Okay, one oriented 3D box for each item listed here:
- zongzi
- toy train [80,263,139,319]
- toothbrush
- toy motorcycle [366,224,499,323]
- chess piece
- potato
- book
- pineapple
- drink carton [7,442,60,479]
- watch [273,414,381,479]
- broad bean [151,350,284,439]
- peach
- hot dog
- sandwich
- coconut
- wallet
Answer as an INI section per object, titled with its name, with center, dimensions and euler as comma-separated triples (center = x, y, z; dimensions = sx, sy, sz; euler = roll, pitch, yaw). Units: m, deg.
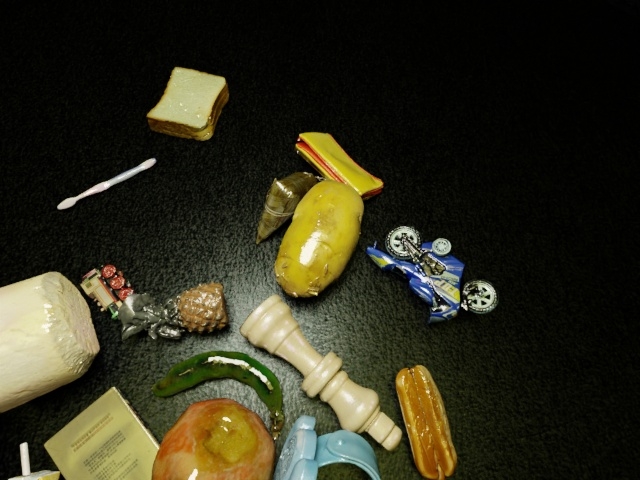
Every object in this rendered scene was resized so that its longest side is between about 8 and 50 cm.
[zongzi]
center = -0.087, -0.089, 1.054
dimensions = 0.084, 0.184, 0.187
euler = 36, 31, 12
[toy train]
center = -0.482, 0.120, 0.928
dimensions = 0.087, 0.050, 0.138
euler = -41, 75, -15
[toothbrush]
center = -0.558, -0.151, 1.061
dimensions = 0.269, 0.027, 0.021
euler = -33, 106, -17
[toy motorcycle]
center = 0.257, 0.088, 0.965
dimensions = 0.315, 0.113, 0.169
euler = 39, 77, 23
[chess piece]
center = 0.005, 0.288, 0.851
dimensions = 0.397, 0.117, 0.117
euler = 42, 69, 13
[potato]
center = 0.000, 0.000, 0.961
dimensions = 0.172, 0.140, 0.300
euler = 26, 74, -5
[book]
center = -0.412, 0.434, 0.796
dimensions = 0.161, 0.026, 0.231
euler = -40, 74, -21
[pineapple]
center = -0.326, 0.159, 0.888
dimensions = 0.237, 0.111, 0.119
euler = -11, 57, -7
[drink carton]
center = -0.530, 0.479, 0.735
dimensions = 0.074, 0.084, 0.200
euler = -3, 69, -1
[watch]
center = 0.013, 0.455, 0.748
dimensions = 0.193, 0.211, 0.211
euler = 27, 65, -4
[broad bean]
center = -0.202, 0.306, 0.858
dimensions = 0.291, 0.049, 0.144
euler = 18, 68, 3
[peach]
center = -0.189, 0.405, 0.708
dimensions = 0.214, 0.235, 0.214
euler = 1, 96, 7
[hot dog]
center = 0.222, 0.385, 0.845
dimensions = 0.092, 0.062, 0.236
euler = -12, 71, 8
[sandwich]
center = -0.378, -0.399, 1.171
dimensions = 0.186, 0.065, 0.215
euler = 11, 64, 1
[coconut]
center = -0.590, 0.199, 0.781
dimensions = 0.244, 0.239, 0.239
euler = -24, 69, -16
[wallet]
center = 0.051, -0.198, 1.094
dimensions = 0.241, 0.067, 0.141
euler = 46, 38, 16
